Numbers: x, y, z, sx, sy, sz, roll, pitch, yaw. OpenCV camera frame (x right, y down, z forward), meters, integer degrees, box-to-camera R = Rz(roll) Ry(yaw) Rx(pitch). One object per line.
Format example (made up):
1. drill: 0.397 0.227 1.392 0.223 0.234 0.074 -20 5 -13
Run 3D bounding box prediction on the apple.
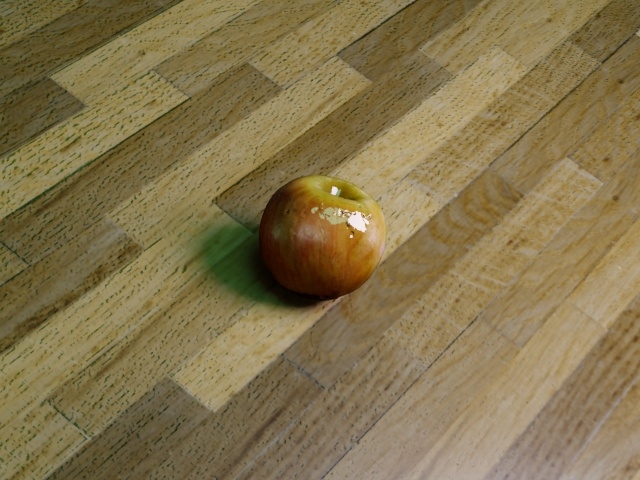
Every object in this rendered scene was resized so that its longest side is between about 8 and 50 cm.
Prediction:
1. apple: 0.000 0.000 1.876 0.146 0.146 0.146 15 42 -14
